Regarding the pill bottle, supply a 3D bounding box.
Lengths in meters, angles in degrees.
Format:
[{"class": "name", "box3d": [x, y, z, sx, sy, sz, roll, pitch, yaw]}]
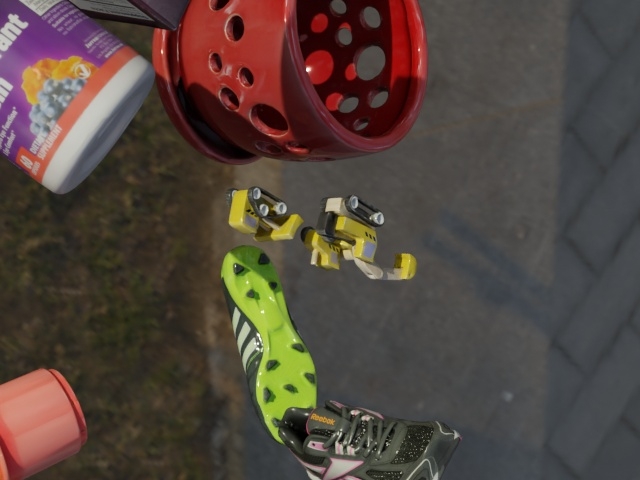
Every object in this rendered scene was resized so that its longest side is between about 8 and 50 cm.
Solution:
[{"class": "pill bottle", "box3d": [-0.214, -0.127, 1.027, 0.193, 0.108, 0.108, 36, 81, -1]}]

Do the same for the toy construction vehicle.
[{"class": "toy construction vehicle", "box3d": [0.000, 0.000, 0.949, 0.098, 0.086, 0.035, 32, 65, -44]}]

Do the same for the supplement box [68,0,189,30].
[{"class": "supplement box", "box3d": [-0.141, -0.206, 0.860, 0.188, 0.081, 0.104, 34, 77, -48]}]

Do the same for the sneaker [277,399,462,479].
[{"class": "sneaker", "box3d": [0.026, 0.156, 1.181, 0.077, 0.178, 0.072, 41, 59, -24]}]

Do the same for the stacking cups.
[{"class": "stacking cups", "box3d": [-0.298, 0.172, 1.000, 0.316, 0.096, 0.096, -23, 121, -24]}]

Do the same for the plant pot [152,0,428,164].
[{"class": "plant pot", "box3d": [-0.032, -0.157, 1.297, 0.191, 0.174, 0.191, 8, 79, -53]}]

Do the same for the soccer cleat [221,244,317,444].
[{"class": "soccer cleat", "box3d": [-0.046, 0.091, 1.375, 0.060, 0.072, 0.179, -14, 84, -16]}]
